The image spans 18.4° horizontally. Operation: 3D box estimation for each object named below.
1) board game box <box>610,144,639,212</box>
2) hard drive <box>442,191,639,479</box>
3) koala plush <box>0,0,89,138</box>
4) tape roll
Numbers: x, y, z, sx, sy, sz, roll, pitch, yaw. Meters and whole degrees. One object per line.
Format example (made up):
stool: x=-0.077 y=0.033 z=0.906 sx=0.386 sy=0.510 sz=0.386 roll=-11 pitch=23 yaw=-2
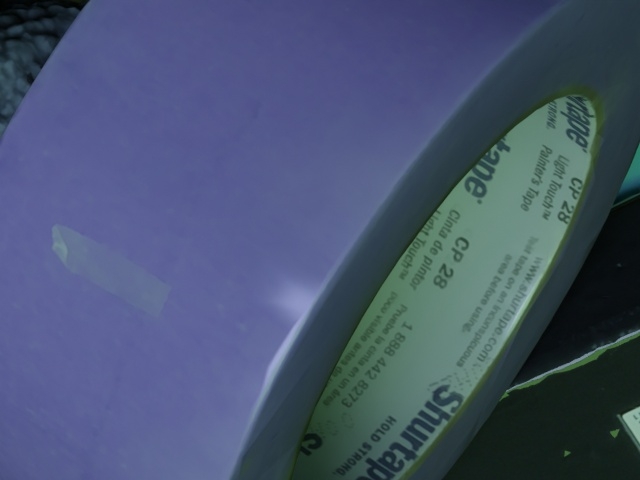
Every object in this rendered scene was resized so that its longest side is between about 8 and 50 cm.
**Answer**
board game box: x=0.182 y=-0.012 z=0.659 sx=0.254 sy=0.079 sz=0.336 roll=1 pitch=129 yaw=-10
hard drive: x=0.115 y=0.094 z=0.642 sx=0.339 sy=0.064 sz=0.237 roll=-27 pitch=127 yaw=14
koala plush: x=-0.061 y=-0.150 z=0.469 sx=0.221 sy=0.203 sz=0.196 roll=-32 pitch=142 yaw=-8
tape roll: x=0.000 y=0.000 z=0.477 sx=0.080 sy=0.189 sz=0.189 roll=33 pitch=129 yaw=20
